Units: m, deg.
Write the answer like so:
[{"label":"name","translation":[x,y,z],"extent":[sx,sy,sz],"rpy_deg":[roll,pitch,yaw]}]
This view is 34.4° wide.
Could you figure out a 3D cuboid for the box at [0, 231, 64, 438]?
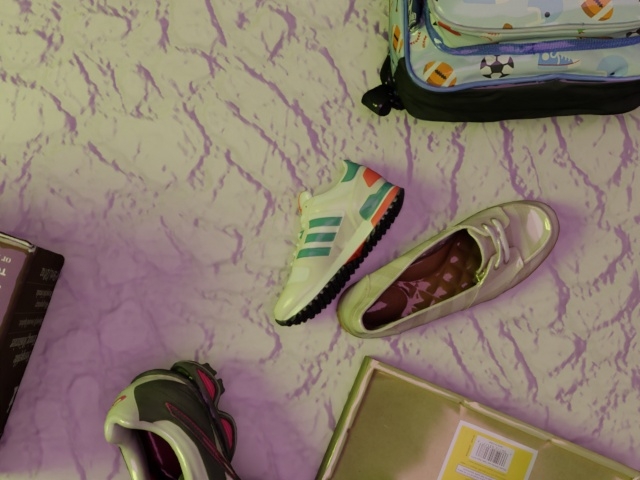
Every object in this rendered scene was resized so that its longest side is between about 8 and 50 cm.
[{"label":"box","translation":[-0.320,0.076,0.805],"extent":[0.167,0.168,0.203],"rpy_deg":[19,85,-5]}]

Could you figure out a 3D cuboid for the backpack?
[{"label":"backpack","translation":[0.172,-0.246,0.868],"extent":[0.277,0.213,0.263],"rpy_deg":[-2,76,-3]}]

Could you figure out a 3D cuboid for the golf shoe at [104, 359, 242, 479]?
[{"label":"golf shoe","translation":[-0.088,0.232,0.834],"extent":[0.105,0.120,0.272],"rpy_deg":[-33,88,20]}]

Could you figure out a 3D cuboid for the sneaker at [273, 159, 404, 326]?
[{"label":"sneaker","translation":[0.000,0.000,0.907],"extent":[0.075,0.057,0.161],"rpy_deg":[38,84,15]}]

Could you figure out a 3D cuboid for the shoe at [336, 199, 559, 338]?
[{"label":"shoe","translation":[0.119,0.028,0.908],"extent":[0.219,0.058,0.076],"rpy_deg":[-27,89,-7]}]

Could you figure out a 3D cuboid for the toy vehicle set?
[{"label":"toy vehicle set","translation":[0.131,0.229,0.907],"extent":[0.267,0.035,0.166],"rpy_deg":[24,84,-4]}]
